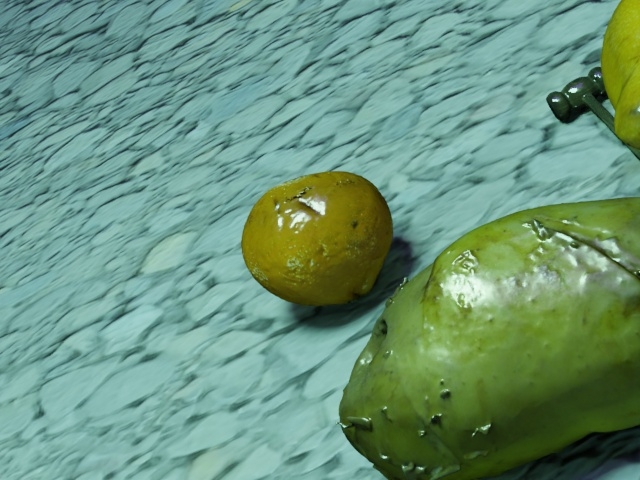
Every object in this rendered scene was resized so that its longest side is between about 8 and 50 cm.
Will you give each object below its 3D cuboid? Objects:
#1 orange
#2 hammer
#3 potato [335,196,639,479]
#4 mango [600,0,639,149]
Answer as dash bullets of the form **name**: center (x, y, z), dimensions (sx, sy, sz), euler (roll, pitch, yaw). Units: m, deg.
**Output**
- **orange**: center (-0.002, 0.001, 1.505), dimensions (0.135, 0.117, 0.135), euler (-10, -10, -2)
- **hammer**: center (0.265, -0.073, 1.457), dimensions (0.058, 0.029, 0.292), euler (-33, 31, 3)
- **potato**: center (0.147, 0.069, 1.227), dimensions (0.300, 0.140, 0.173), euler (-25, 69, 14)
- **mango**: center (0.305, -0.140, 1.433), dimensions (0.157, 0.109, 0.262), euler (0, 37, 20)
